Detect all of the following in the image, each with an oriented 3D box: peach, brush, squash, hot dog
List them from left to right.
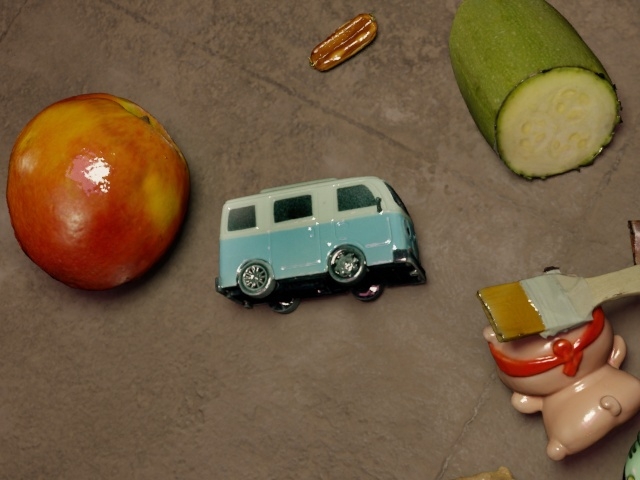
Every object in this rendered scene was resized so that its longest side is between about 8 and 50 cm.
[{"bbox_3d":[-0.324,-0.069,1.204,0.281,0.238,0.280,0,99,-3],"label":"peach"},{"bbox_3d":[0.035,-0.299,1.273,0.122,0.037,0.049,-32,84,11],"label":"hot dog"},{"bbox_3d":[0.294,-0.232,1.197,0.189,0.189,0.260,-24,37,8],"label":"squash"},{"bbox_3d":[0.343,0.058,1.005,0.337,0.020,0.085,-10,55,-20],"label":"brush"}]

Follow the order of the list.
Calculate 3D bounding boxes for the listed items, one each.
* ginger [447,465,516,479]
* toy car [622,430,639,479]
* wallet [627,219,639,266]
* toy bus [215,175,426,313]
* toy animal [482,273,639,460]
[{"bbox_3d":[0.133,0.360,1.084,0.288,0.075,0.089,-18,79,6],"label":"ginger"},{"bbox_3d":[0.459,0.359,0.966,0.125,0.136,0.306,-46,72,15],"label":"toy car"},{"bbox_3d":[0.497,0.013,1.088,0.176,0.026,0.095,-4,71,12],"label":"wallet"},{"bbox_3d":[0.000,0.000,1.162,0.272,0.133,0.164,-9,71,14],"label":"toy bus"},{"bbox_3d":[0.301,0.154,1.044,0.171,0.171,0.197,-29,80,6],"label":"toy animal"}]
